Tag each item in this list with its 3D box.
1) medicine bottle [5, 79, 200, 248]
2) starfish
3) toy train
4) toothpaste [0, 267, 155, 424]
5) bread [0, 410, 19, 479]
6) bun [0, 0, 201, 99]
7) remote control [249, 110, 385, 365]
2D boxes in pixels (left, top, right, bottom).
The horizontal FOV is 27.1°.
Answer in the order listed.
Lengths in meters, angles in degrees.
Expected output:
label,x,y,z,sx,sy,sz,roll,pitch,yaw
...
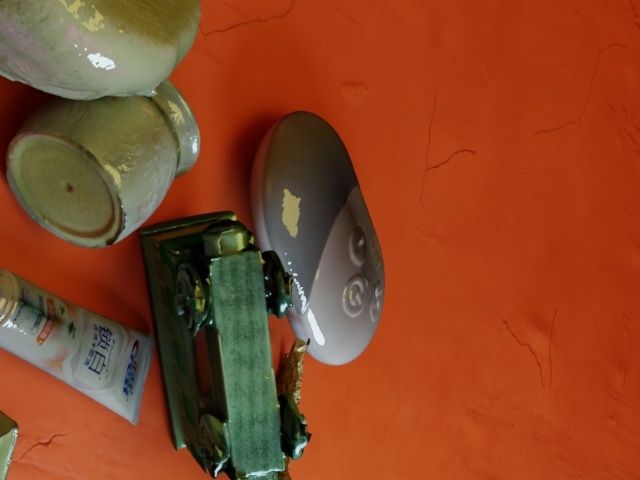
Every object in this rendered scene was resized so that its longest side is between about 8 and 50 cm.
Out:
label,x,y,z,sx,sy,sz,roll,pitch,yaw
medicine bottle,-0.208,-0.086,1.282,0.143,0.147,0.147,-53,134,-42
starfish,-0.056,0.257,1.551,0.299,0.060,0.302,103,-7,-66
toy train,-0.100,0.117,1.409,0.120,0.202,0.301,-13,106,-19
toothpaste,-0.256,0.096,1.308,0.323,0.066,0.100,40,54,-57
bread,-0.342,0.210,1.234,0.074,0.084,0.139,-34,151,-49
bun,-0.245,-0.242,1.194,0.283,0.179,0.283,45,31,-38
remote control,0.000,0.000,1.626,0.332,0.103,0.221,68,30,-30
